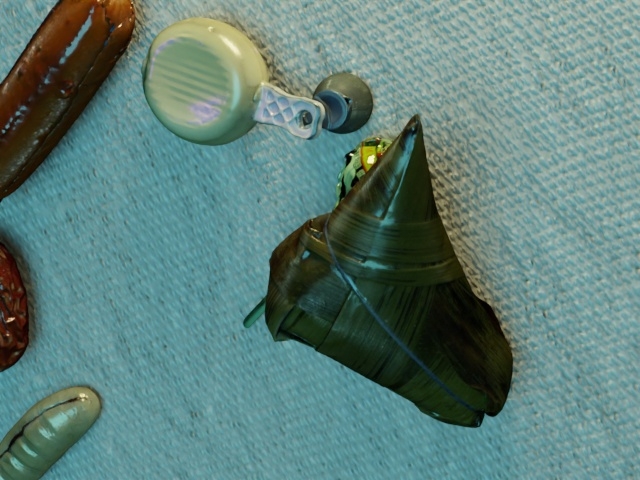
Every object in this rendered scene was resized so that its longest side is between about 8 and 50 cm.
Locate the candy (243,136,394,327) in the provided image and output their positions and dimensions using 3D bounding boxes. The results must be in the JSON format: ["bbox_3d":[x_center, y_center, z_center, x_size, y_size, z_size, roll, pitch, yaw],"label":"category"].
[{"bbox_3d":[0.000,0.000,1.691,0.305,0.083,0.091,-46,45,33],"label":"candy"}]

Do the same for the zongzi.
[{"bbox_3d":[0.119,0.033,1.556,0.286,0.138,0.300,28,126,-11],"label":"zongzi"}]

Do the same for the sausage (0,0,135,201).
[{"bbox_3d":[-0.321,-0.160,1.745,0.102,0.102,0.330,44,113,5],"label":"sausage"}]

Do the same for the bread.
[{"bbox_3d":[-0.355,0.252,1.888,0.214,0.053,0.073,-43,83,25],"label":"bread"}]

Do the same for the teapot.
[{"bbox_3d":[0.009,-0.141,1.647,0.088,0.057,0.066,-21,95,24],"label":"teapot"}]

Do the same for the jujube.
[{"bbox_3d":[-0.410,0.074,1.839,0.112,0.109,0.176,9,120,56],"label":"jujube"}]

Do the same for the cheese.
[{"bbox_3d":[-0.092,-0.160,1.653,0.227,0.064,0.137,22,111,29],"label":"cheese"}]
